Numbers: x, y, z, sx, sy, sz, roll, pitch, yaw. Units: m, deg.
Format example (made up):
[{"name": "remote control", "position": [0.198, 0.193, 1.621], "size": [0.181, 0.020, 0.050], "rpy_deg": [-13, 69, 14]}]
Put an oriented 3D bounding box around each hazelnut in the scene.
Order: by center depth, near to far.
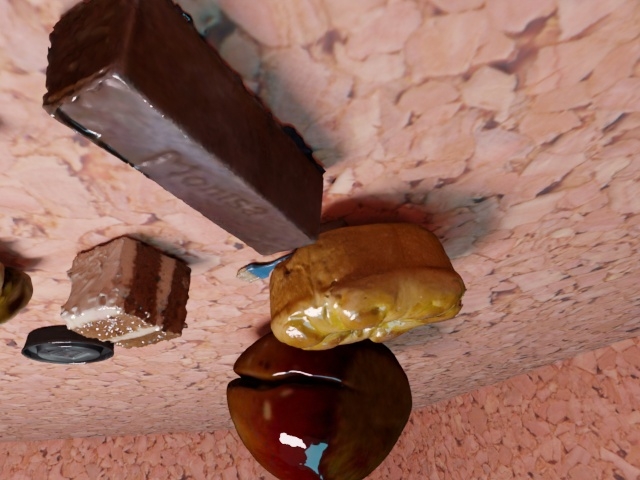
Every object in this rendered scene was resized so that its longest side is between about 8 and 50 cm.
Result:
[{"name": "hazelnut", "position": [0.001, 0.387, 1.057], "size": [0.402, 0.402, 0.429], "rpy_deg": [-29, 155, 34]}]

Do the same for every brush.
[{"name": "brush", "position": [-0.076, 0.042, 0.789], "size": [0.164, 0.014, 0.051], "rpy_deg": [-21, 149, 23]}]

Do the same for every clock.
[{"name": "clock", "position": [-0.565, 0.239, 1.010], "size": [0.184, 0.040, 0.184], "rpy_deg": [-6, 152, -3]}]

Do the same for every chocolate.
[{"name": "chocolate", "position": [-0.102, -0.088, 0.454], "size": [0.112, 0.112, 0.321], "rpy_deg": [-17, 149, 22]}, {"name": "chocolate", "position": [0.000, 0.000, 0.715], "size": [0.101, 0.031, 0.064], "rpy_deg": [-13, 155, 9]}]

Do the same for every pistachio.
[{"name": "pistachio", "position": [-0.538, 0.090, 0.661], "size": [0.206, 0.131, 0.129], "rpy_deg": [-17, 158, 8]}]

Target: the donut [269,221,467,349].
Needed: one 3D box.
[{"name": "donut", "position": [0.071, 0.083, 0.716], "size": [0.299, 0.150, 0.317], "rpy_deg": [-23, 158, 19]}]

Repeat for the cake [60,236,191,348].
[{"name": "cake", "position": [-0.300, 0.083, 0.700], "size": [0.134, 0.135, 0.147], "rpy_deg": [-16, 145, 18]}]
